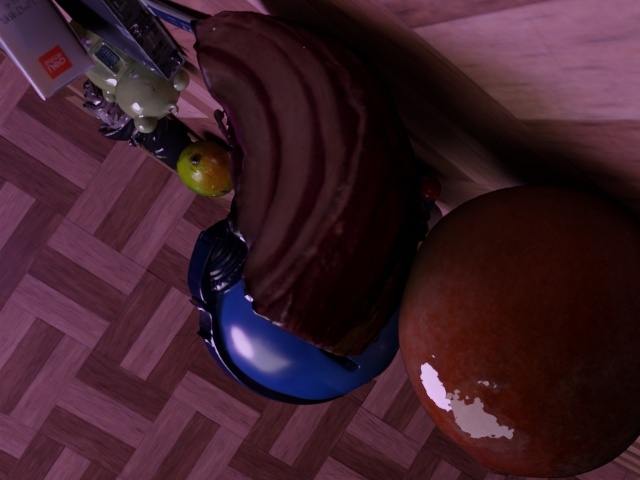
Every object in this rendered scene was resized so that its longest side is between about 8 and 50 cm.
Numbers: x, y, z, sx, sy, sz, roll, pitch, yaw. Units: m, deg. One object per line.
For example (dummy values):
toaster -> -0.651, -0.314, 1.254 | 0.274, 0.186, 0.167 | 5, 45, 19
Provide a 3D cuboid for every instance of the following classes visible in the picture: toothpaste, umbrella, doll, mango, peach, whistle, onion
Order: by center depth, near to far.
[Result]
peach -> 0.178, 0.080, 0.795 | 0.252, 0.252, 0.252 | 33, 175, 3
onion -> 0.022, -0.065, 0.823 | 0.280, 0.146, 0.314 | 18, -132, -61
toothpaste -> -0.154, -0.243, 1.038 | 0.140, 0.021, 0.037 | 31, 167, 41
doll -> -0.002, 0.032, 1.065 | 0.284, 0.310, 0.240 | 37, 172, -33
whistle -> -0.277, -0.243, 1.334 | 0.227, 0.105, 0.085 | 41, -175, 20
mango -> -0.218, -0.139, 1.875 | 0.125, 0.111, 0.233 | 39, 173, 1
umbrella -> -0.343, -0.217, 1.898 | 0.106, 0.113, 0.357 | 4, 160, 29

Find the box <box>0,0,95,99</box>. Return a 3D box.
box -> -0.373, -0.267, 1.220 | 0.135, 0.079, 0.269 | 57, 170, -22

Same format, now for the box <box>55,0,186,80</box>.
box -> -0.282, -0.298, 1.162 | 0.211, 0.045, 0.270 | 33, 175, 14

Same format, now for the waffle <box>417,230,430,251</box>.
waffle -> 0.042, -0.051, 1.409 | 0.168, 0.057, 0.274 | 36, 174, -28
